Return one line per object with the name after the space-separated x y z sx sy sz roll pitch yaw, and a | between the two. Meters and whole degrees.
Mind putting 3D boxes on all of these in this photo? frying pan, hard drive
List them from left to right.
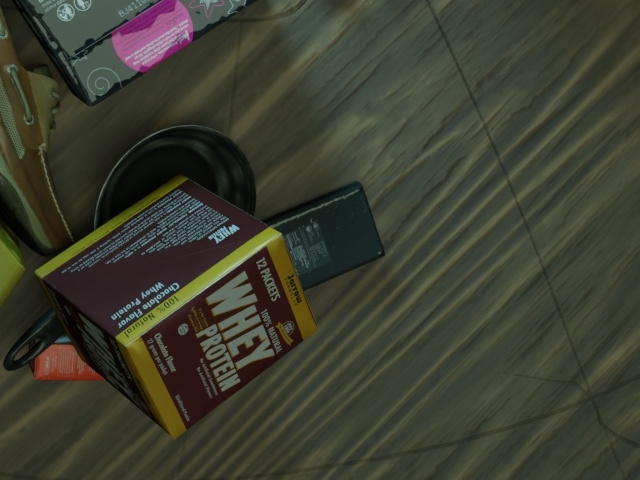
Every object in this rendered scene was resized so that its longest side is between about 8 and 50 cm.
-0.193 0.022 1.463 0.197 0.053 0.326 30 92 -40 | frying pan
0.000 0.000 1.557 0.135 0.022 0.094 -23 108 -12 | hard drive

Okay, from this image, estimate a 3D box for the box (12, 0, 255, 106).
-0.186 -0.273 1.375 0.247 0.142 0.163 -35 108 -9 | box

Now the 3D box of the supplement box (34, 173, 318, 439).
-0.145 0.061 1.358 0.191 0.194 0.129 -36 128 -21 | supplement box

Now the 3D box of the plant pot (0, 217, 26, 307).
-0.410 0.017 1.324 0.187 0.212 0.212 -38 110 -5 | plant pot

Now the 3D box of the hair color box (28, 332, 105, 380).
-0.246 0.125 1.478 0.141 0.072 0.043 2 100 -18 | hair color box

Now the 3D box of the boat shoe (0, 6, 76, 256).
-0.321 -0.139 1.373 0.120 0.122 0.324 -33 117 -21 | boat shoe
